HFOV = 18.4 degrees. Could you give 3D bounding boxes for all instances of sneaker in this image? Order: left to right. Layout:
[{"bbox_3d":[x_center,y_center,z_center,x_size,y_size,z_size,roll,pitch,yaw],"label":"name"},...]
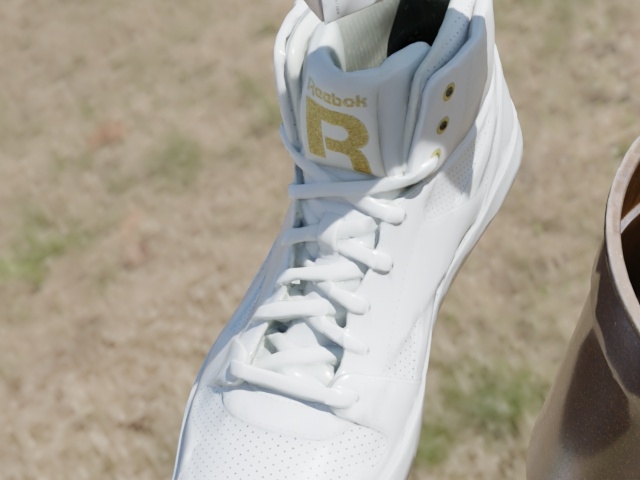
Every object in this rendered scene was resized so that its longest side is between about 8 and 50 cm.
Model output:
[{"bbox_3d":[0.000,0.000,0.822,0.108,0.169,0.292,12,59,19],"label":"sneaker"}]

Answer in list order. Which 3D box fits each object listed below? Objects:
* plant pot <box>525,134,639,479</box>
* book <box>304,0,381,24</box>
[{"bbox_3d":[0.162,0.060,0.760,0.167,0.167,0.165,-46,-15,-37],"label":"plant pot"},{"bbox_3d":[0.053,-0.143,0.661,0.144,0.096,0.035,-23,48,-15],"label":"book"}]
